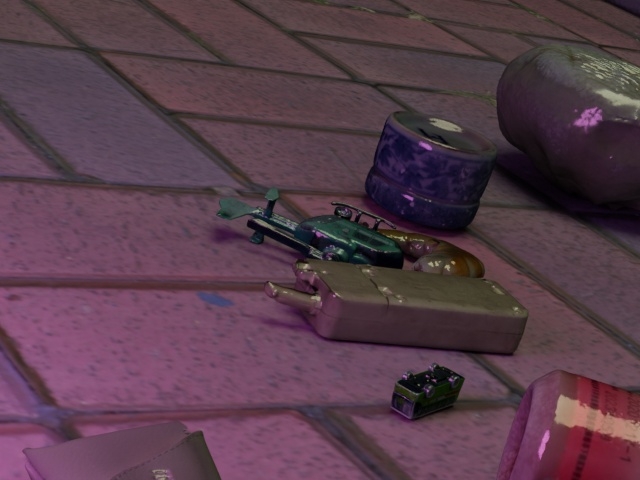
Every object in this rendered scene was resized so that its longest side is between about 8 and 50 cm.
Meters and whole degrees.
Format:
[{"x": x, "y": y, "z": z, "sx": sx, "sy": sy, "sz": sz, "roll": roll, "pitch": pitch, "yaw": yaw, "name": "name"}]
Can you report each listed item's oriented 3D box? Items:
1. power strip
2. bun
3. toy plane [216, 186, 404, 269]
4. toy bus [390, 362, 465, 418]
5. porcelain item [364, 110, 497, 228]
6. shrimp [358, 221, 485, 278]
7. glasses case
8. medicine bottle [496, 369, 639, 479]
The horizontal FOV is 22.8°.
[{"x": 0.069, "y": 0.064, "z": 1.594, "sx": 0.288, "sy": 0.053, "sz": 0.093, "roll": 7, "pitch": 23, "yaw": -27, "name": "power strip"}, {"x": 0.408, "y": -0.152, "z": 2.268, "sx": 0.355, "sy": 0.194, "sz": 0.354, "roll": 17, "pitch": 17, "yaw": -5, "name": "bun"}, {"x": 0.000, "y": 0.000, "z": 1.718, "sx": 0.235, "sy": 0.060, "sz": 0.096, "roll": 23, "pitch": 33, "yaw": 5, "name": "toy plane"}, {"x": 0.097, "y": 0.137, "z": 1.440, "sx": 0.031, "sy": 0.037, "sz": 0.083, "roll": 30, "pitch": 24, "yaw": 30, "name": "toy bus"}, {"x": 0.136, "y": -0.085, "z": 1.966, "sx": 0.147, "sy": 0.114, "sz": 0.147, "roll": 17, "pitch": 18, "yaw": -6, "name": "porcelain item"}, {"x": 0.100, "y": 0.015, "z": 1.771, "sx": 0.166, "sy": 0.049, "sz": 0.161, "roll": 23, "pitch": 17, "yaw": 21, "name": "shrimp"}, {"x": -0.110, "y": 0.199, "z": 1.020, "sx": 0.128, "sy": 0.083, "sz": 0.308, "roll": 10, "pitch": 20, "yaw": -22, "name": "glasses case"}, {"x": 0.269, "y": 0.200, "z": 1.253, "sx": 0.247, "sy": 0.147, "sz": 0.147, "roll": 18, "pitch": 19, "yaw": 1, "name": "medicine bottle"}]
